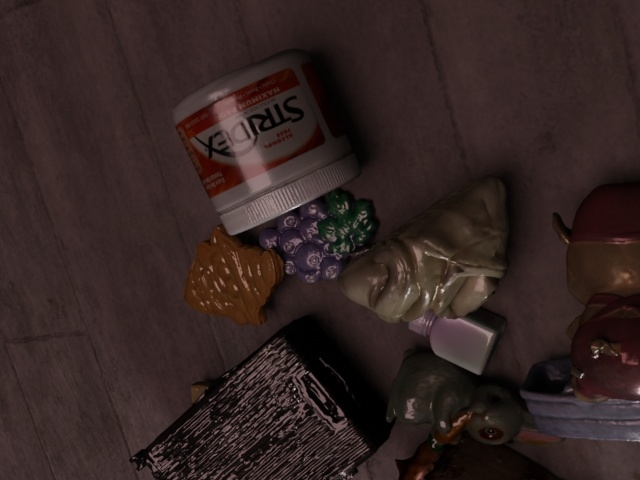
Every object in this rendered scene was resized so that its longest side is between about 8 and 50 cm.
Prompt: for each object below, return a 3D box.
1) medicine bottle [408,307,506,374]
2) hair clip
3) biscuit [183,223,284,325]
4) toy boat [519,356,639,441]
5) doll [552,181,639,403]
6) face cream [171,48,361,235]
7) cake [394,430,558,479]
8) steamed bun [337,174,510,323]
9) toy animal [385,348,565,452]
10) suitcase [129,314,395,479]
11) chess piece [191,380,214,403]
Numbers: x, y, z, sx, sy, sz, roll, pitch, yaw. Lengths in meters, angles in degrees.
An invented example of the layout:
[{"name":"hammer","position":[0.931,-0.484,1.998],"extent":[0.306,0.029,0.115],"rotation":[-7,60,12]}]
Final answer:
[{"name":"medicine bottle","position":[0.183,0.122,1.291],"extent":[0.118,0.055,0.074],"rotation":[23,119,20]},{"name":"hair clip","position":[0.001,-0.001,1.364],"extent":[0.195,0.052,0.124],"rotation":[-26,88,27]},{"name":"biscuit","position":[-0.141,0.062,1.442],"extent":[0.250,0.035,0.162],"rotation":[-26,91,49]},{"name":"toy boat","position":[0.390,0.184,1.150],"extent":[0.283,0.127,0.078],"rotation":[-6,105,29]},{"name":"doll","position":[0.364,0.058,1.080],"extent":[0.196,0.152,0.255],"rotation":[6,71,-1]},{"name":"face cream","position":[-0.072,-0.131,1.258],"extent":[0.201,0.201,0.187],"rotation":[-22,96,34]},{"name":"cake","position":[0.210,0.393,1.294],"extent":[0.293,0.199,0.196],"rotation":[31,123,19]},{"name":"steamed bun","position":[0.149,0.034,1.196],"extent":[0.144,0.218,0.211],"rotation":[56,151,0]},{"name":"toy animal","position":[0.205,0.220,1.284],"extent":[0.236,0.108,0.138],"rotation":[0,78,26]},{"name":"suitcase","position":[-0.082,0.295,1.414],"extent":[0.335,0.152,0.229],"rotation":[-42,86,16]},{"name":"chess piece","position":[-0.165,0.324,1.560],"extent":[0.090,0.090,0.200],"rotation":[4,102,29]}]
